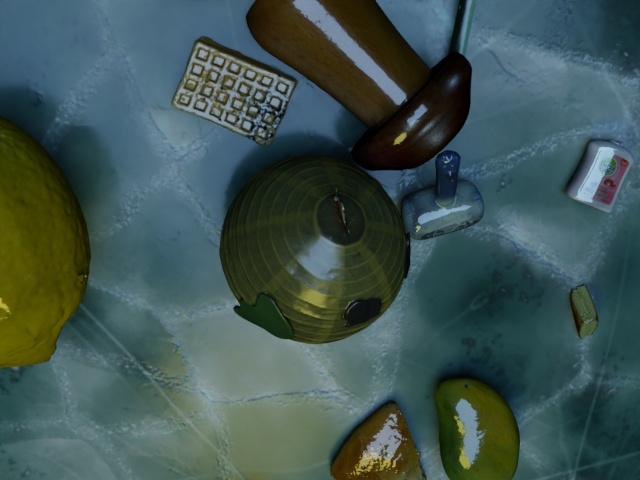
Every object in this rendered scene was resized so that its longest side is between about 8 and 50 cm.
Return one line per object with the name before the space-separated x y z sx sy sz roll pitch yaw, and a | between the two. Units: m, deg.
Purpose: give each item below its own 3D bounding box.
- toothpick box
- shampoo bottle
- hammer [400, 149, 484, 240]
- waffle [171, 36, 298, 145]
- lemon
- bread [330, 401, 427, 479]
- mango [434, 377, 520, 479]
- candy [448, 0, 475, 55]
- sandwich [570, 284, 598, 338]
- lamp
toothpick box | 0.054 -0.223 1.089 0.294 0.192 0.192 43 97 -8
shampoo bottle | 0.401 -0.097 1.223 0.072 0.043 0.099 21 102 -10
hammer | 0.164 -0.066 1.145 0.116 0.194 0.070 -15 67 -1
waffle | -0.114 -0.197 1.151 0.148 0.042 0.102 23 102 -11
lemon | -0.444 0.004 1.044 0.336 0.336 0.336 -1 105 -5
bread | 0.101 0.309 1.299 0.154 0.054 0.136 8 101 -10
mango | 0.238 0.293 1.289 0.122 0.085 0.191 -7 106 0
candy | 0.201 -0.369 1.121 0.119 0.119 0.440 7 112 -7
sandwich | 0.394 0.112 1.278 0.030 0.044 0.083 -16 103 4
lamp | 0.000 0.000 1.093 0.250 0.284 0.250 5 69 -14
